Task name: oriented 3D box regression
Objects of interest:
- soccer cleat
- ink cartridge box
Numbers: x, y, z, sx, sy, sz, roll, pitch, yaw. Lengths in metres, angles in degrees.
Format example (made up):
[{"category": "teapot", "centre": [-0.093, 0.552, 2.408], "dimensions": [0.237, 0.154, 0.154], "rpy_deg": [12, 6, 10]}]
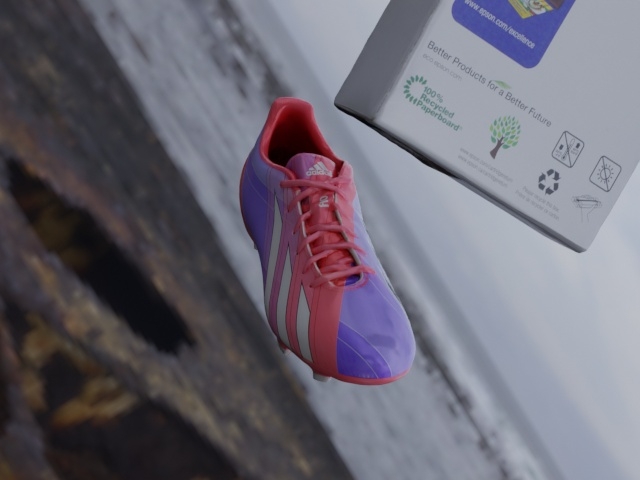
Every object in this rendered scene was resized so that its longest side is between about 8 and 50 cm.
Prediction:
[{"category": "soccer cleat", "centre": [0.000, 0.000, 1.180], "dimensions": [0.248, 0.083, 0.095], "rpy_deg": [-116, -153, -56]}, {"category": "ink cartridge box", "centre": [0.159, -0.175, 1.034], "dimensions": [0.165, 0.332, 0.065], "rpy_deg": [31, 1, -26]}]
